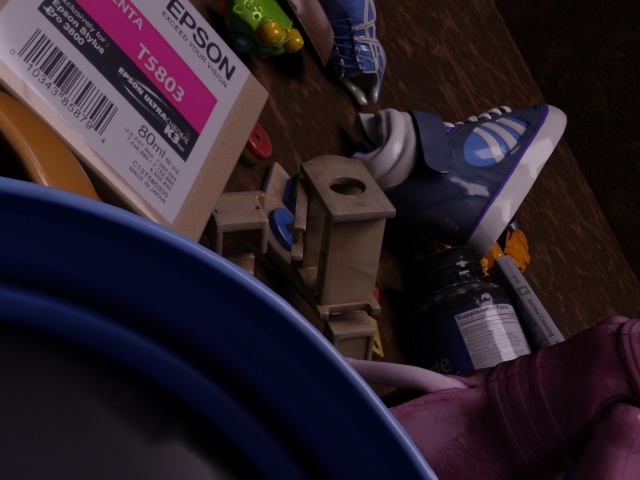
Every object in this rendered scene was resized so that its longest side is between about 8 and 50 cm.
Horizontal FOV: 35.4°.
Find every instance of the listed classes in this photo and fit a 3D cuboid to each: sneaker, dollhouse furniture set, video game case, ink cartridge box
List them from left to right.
[{"bbox_3d":[-0.163,-0.114,0.714,0.234,0.088,0.193,46,44,-28],"label":"ink cartridge box"},{"bbox_3d":[-0.036,0.029,0.897,0.161,0.181,0.101,-5,34,-18],"label":"dollhouse furniture set"},{"bbox_3d":[0.045,-0.266,1.335,0.211,0.080,0.081,56,26,-50],"label":"sneaker"},{"bbox_3d":[0.167,-0.130,1.293,0.236,0.130,0.323,32,46,6],"label":"sneaker"},{"bbox_3d":[0.247,0.155,1.178,0.212,0.023,0.193,85,-14,-45],"label":"video game case"}]

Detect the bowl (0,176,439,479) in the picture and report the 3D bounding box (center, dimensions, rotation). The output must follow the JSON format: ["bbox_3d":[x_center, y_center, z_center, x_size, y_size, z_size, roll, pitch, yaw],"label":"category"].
[{"bbox_3d":[-0.123,0.174,0.272,0.391,0.077,0.391,6,73,-21],"label":"bowl"}]

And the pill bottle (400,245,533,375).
[{"bbox_3d":[0.171,0.123,1.124,0.123,0.123,0.219,19,46,-57],"label":"pill bottle"}]

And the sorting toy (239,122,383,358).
[{"bbox_3d":[0.000,0.000,1.019,0.274,0.046,0.132,50,26,-23],"label":"sorting toy"}]

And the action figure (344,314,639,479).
[{"bbox_3d":[0.163,0.127,0.789,0.275,0.370,0.248,53,26,-21],"label":"action figure"}]

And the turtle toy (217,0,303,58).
[{"bbox_3d":[-0.068,-0.244,1.134,0.130,0.066,0.095,4,57,-63],"label":"turtle toy"}]

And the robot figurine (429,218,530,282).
[{"bbox_3d":[0.229,0.004,1.426,0.211,0.085,0.291,57,23,-7],"label":"robot figurine"}]

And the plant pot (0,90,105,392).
[{"bbox_3d":[-0.175,0.026,0.476,0.205,0.205,0.188,63,8,6],"label":"plant pot"}]

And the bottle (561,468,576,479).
[{"bbox_3d":[0.318,0.294,1.092,0.092,0.118,0.282,30,69,-56],"label":"bottle"}]

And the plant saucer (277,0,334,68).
[{"bbox_3d":[-0.035,-0.303,1.222,0.198,0.036,0.198,57,3,-4],"label":"plant saucer"}]
